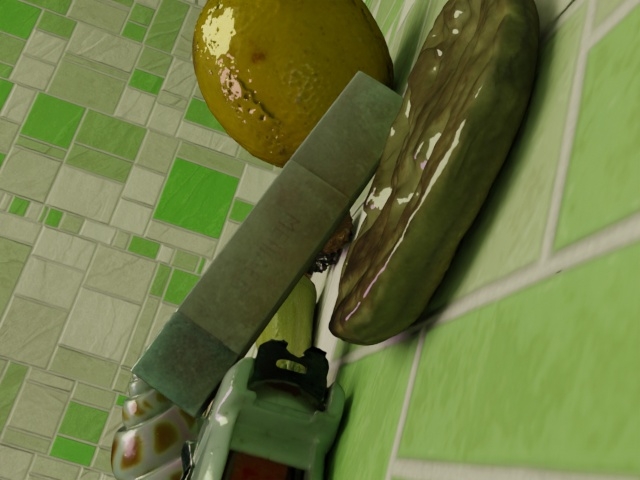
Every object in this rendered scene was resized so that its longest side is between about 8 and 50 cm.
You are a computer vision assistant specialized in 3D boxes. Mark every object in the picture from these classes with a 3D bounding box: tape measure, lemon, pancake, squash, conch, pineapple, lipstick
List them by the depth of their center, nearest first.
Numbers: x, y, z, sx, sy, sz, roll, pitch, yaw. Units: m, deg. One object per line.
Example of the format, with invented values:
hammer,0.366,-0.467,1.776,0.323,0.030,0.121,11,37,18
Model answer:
pancake,0.075,-0.056,0.512,0.294,0.050,0.294,-158,90,-85
tape measure,-0.081,0.241,0.627,0.243,0.125,0.246,117,170,-55
lipstick,-0.039,-0.001,0.698,0.371,0.076,0.079,-54,-6,-14
squash,-0.043,0.125,0.898,0.224,0.095,0.094,-98,27,-62
pineapple,0.000,0.000,0.929,0.159,0.074,0.074,105,-179,-68
lemon,-0.039,-0.239,0.947,0.258,0.310,0.258,-30,20,12
conch,-0.227,0.376,1.038,0.249,0.197,0.367,-11,70,55

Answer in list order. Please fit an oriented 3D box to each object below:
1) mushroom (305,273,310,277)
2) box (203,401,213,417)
mushroom,-0.035,-0.037,1.181,0.088,0.097,0.212,-150,79,-73
box,-0.170,0.343,1.253,0.212,0.095,0.167,-162,88,-84
